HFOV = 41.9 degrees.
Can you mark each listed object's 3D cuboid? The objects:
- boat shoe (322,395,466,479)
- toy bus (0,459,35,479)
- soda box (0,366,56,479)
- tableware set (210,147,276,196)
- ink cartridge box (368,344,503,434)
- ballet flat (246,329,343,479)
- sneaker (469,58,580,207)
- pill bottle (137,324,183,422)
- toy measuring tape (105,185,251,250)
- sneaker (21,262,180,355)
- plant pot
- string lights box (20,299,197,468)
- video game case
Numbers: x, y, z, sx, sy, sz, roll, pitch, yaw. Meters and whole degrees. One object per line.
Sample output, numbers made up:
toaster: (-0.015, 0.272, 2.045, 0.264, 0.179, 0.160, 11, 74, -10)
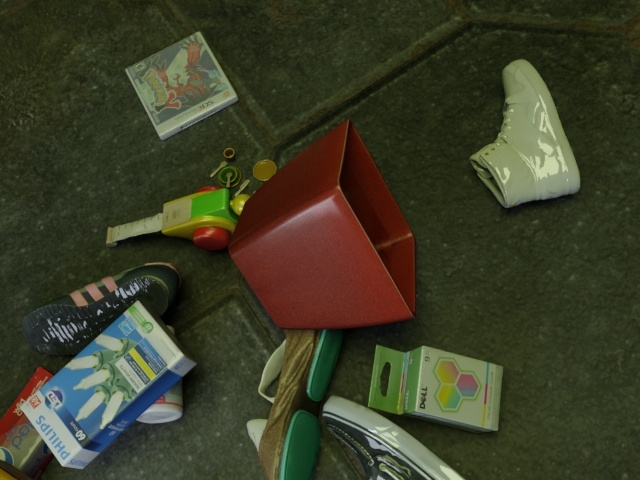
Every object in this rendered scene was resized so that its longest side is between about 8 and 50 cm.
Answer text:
boat shoe: (0.124, 0.376, 1.327, 0.335, 0.121, 0.119, 33, 74, 20)
toy bus: (-0.581, 0.501, 1.290, 0.108, 0.130, 0.333, 25, 73, 17)
soda box: (-0.521, 0.360, 1.461, 0.092, 0.083, 0.263, 28, 72, 18)
tableware set: (-0.139, -0.129, 1.654, 0.154, 0.024, 0.104, 37, 76, 22)
ink cartridge box: (0.190, 0.238, 1.360, 0.209, 0.062, 0.109, 17, 67, -16)
ballet flat: (-0.056, 0.279, 1.417, 0.124, 0.116, 0.343, -2, 64, 31)
sneaker: (0.352, -0.201, 1.560, 0.169, 0.108, 0.293, -15, 66, -1)
pill bottle: (-0.288, 0.235, 1.477, 0.087, 0.087, 0.160, -10, 64, 5)
toy measuring tape: (-0.256, -0.026, 1.603, 0.330, 0.121, 0.121, -15, 62, 27)
sneaker: (-0.398, 0.124, 1.552, 0.318, 0.131, 0.112, -16, 107, 17)
plant pot: (0.000, 0.000, 1.419, 0.235, 0.267, 0.267, -23, 25, 19)
string lights box: (-0.350, 0.240, 1.393, 0.259, 0.077, 0.133, -43, 70, -6)
video game case: (-0.295, -0.330, 1.771, 0.183, 0.023, 0.201, -28, 64, -4)
